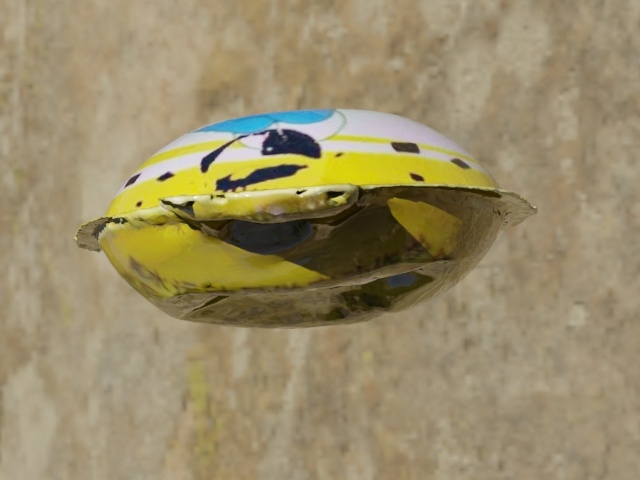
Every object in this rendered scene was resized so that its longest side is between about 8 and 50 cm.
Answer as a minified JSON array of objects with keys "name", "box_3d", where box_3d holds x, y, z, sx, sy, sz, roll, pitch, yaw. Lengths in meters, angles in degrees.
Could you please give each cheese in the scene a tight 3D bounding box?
[{"name":"cheese","box_3d":[0.000,0.000,0.559,0.250,0.157,0.064,43,-136,-77]}]
